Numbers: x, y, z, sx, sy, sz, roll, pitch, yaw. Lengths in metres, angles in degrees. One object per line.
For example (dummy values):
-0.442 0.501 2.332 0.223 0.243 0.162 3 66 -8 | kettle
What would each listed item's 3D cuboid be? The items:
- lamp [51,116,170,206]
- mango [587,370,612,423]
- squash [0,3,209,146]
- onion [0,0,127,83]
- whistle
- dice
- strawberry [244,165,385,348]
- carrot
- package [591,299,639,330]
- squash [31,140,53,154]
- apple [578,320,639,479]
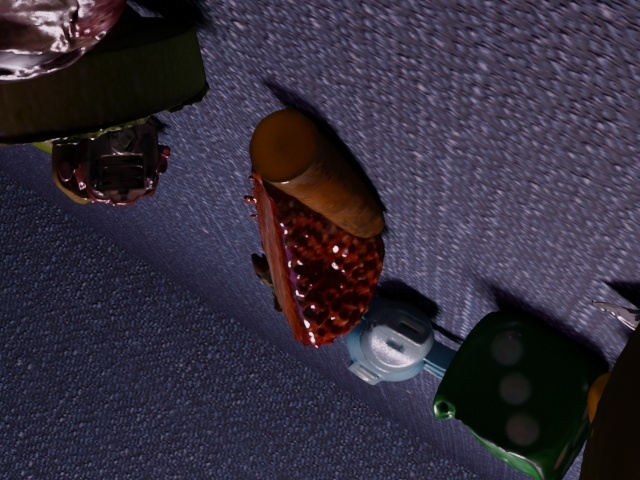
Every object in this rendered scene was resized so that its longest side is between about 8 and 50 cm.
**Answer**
-0.242 -0.095 1.739 0.118 0.118 0.253 36 175 -16 | lamp
0.301 0.174 1.262 0.217 0.102 0.141 39 -166 -16 | mango
-0.186 -0.146 1.132 0.220 0.133 0.220 0 -163 0 | squash
-0.237 -0.187 0.898 0.272 0.195 0.272 38 165 12 | onion
0.080 0.113 1.775 0.186 0.093 0.274 34 168 0 | whistle
0.187 0.144 1.435 0.128 0.120 0.131 29 173 21 | dice
0.002 0.007 1.450 0.236 0.106 0.175 148 102 -80 | strawberry
0.011 -0.042 1.288 0.061 0.061 0.209 29 175 29 | carrot
0.283 0.088 1.070 0.171 0.027 0.173 34 176 -8 | package
-0.326 -0.138 1.952 0.201 0.066 0.066 30 172 -1 | squash
0.247 0.120 0.629 0.292 0.254 0.292 30 167 8 | apple
